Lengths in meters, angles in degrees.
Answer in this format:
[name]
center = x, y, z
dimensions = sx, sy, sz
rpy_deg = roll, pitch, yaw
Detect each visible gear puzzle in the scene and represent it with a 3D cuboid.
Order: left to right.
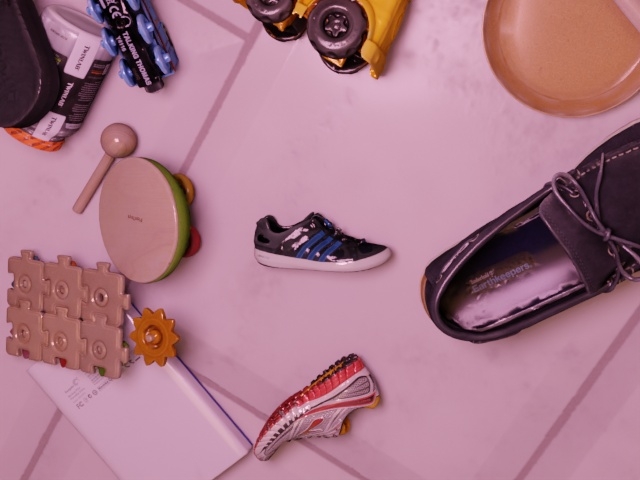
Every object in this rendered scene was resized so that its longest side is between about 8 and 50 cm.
[gear puzzle]
center = -0.340, 0.113, 1.471
dimensions = 0.339, 0.044, 0.175
rpy_deg = 7, 98, 30

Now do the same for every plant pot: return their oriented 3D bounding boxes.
[plant pot]
center = 0.332, -0.280, 1.287
dimensions = 0.237, 0.032, 0.236
rpy_deg = 3, 104, 11

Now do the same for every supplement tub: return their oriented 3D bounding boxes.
[supplement tub]
center = -0.379, -0.231, 1.411
dimensions = 0.117, 0.117, 0.190
rpy_deg = 31, 107, 4

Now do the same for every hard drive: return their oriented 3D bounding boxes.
[hard drive]
center = -0.288, 0.264, 1.551
dimensions = 0.210, 0.040, 0.318
rpy_deg = -39, 92, 18

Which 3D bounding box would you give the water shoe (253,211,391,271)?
[water shoe]
center = 0.000, 0.000, 1.407
dimensions = 0.203, 0.073, 0.080
rpy_deg = 1, 101, 12

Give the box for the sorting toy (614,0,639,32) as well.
[sorting toy]
center = 0.430, -0.344, 1.216
dimensions = 0.196, 0.047, 0.347
rpy_deg = -40, 91, -16

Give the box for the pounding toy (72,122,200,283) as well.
[pounding toy]
center = -0.244, -0.050, 1.449
dimensions = 0.237, 0.110, 0.182
rpy_deg = 45, 123, 30

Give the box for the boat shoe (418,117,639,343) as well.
[boat shoe]
center = 0.349, -0.010, 1.286
dimensions = 0.500, 0.156, 0.186
rpy_deg = -31, 93, 16

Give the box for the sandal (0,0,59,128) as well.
[sandal]
center = -0.493, -0.361, 1.348
dimensions = 0.168, 0.107, 0.445
rpy_deg = -37, 73, 27

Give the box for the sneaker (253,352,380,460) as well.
[sneaker]
center = -0.009, 0.269, 1.466
dimensions = 0.225, 0.088, 0.092
rpy_deg = -38, 94, 18

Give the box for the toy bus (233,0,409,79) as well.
[toy bus]
center = 0.020, -0.346, 1.291
dimensions = 0.220, 0.149, 0.211
rpy_deg = 28, 95, 7

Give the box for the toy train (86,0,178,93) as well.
[toy train]
center = -0.261, -0.294, 1.354
dimensions = 0.080, 0.105, 0.184
rpy_deg = -18, 120, 9
